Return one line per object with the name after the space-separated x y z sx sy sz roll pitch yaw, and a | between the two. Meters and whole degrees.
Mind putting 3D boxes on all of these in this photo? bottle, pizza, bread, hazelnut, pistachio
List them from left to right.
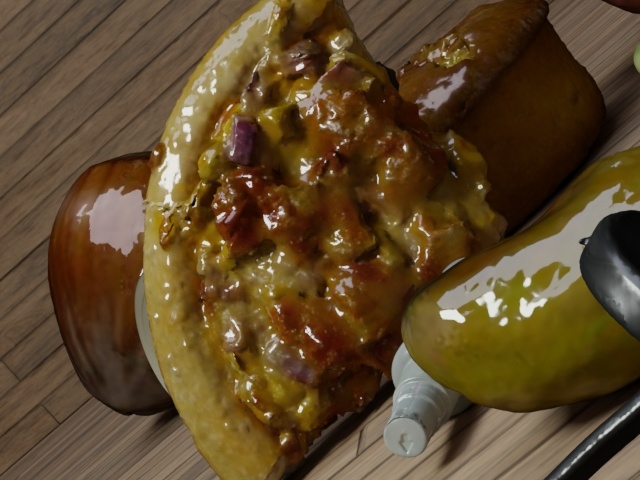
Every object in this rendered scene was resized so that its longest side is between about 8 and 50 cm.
-0.205 0.054 1.992 0.372 0.315 0.372 -161 90 -84 | hazelnut
0.000 0.000 1.153 0.114 0.277 0.409 126 156 -89 | pizza
0.078 0.075 0.970 0.060 0.060 0.217 -39 6 28 | bottle
0.125 -0.089 1.422 0.312 0.172 0.312 -45 6 6 | bread
0.134 0.029 0.769 0.189 0.100 0.110 -31 30 13 | pistachio

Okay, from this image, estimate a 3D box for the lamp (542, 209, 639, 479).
0.036 0.120 0.624 0.371 0.108 0.130 -40 2 23 | lamp

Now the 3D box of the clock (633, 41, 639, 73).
0.353 -0.202 1.199 0.232 0.069 0.170 -44 5 -41 | clock

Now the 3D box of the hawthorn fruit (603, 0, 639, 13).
0.305 -0.458 1.503 0.472 0.472 0.472 -41 5 5 | hawthorn fruit

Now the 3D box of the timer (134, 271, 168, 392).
-0.049 0.066 1.679 0.266 0.175 0.175 -23 -6 -34 | timer
